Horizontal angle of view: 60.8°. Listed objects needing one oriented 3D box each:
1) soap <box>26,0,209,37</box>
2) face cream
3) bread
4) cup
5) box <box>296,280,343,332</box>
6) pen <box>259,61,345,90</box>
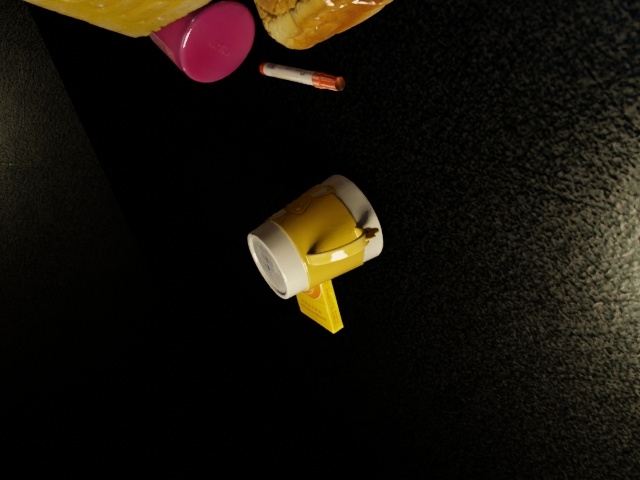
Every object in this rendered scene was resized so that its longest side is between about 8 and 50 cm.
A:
[{"bbox_3d":[-0.314,-0.455,0.816,0.293,0.335,0.156,-11,88,27],"label":"soap"},{"bbox_3d":[-0.251,-0.435,1.065,0.195,0.175,0.175,46,150,21],"label":"face cream"},{"bbox_3d":[0.016,-0.372,0.734,0.294,0.132,0.167,-3,115,61],"label":"bread"},{"bbox_3d":[0.000,0.000,1.042,0.241,0.226,0.186,15,131,64],"label":"cup"},{"bbox_3d":[-0.026,0.098,1.389,0.152,0.043,0.270,24,138,48],"label":"box"},{"bbox_3d":[-0.040,-0.306,1.009,0.239,0.028,0.028,29,141,45],"label":"pen"}]
